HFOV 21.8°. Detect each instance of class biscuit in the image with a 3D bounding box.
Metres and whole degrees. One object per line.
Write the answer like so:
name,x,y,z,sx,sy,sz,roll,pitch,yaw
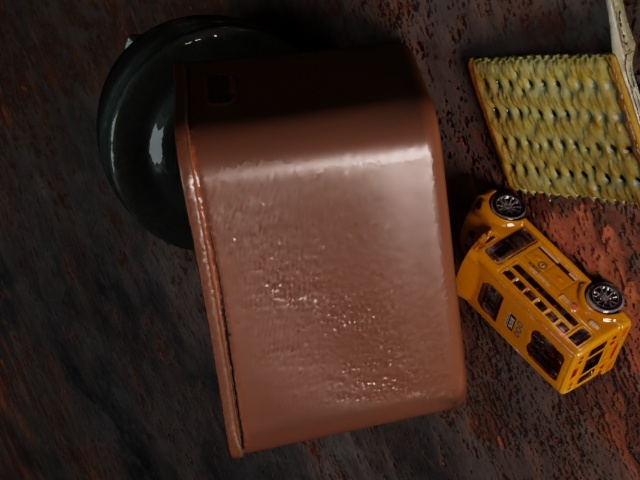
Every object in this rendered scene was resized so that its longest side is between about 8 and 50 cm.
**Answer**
biscuit,0.206,-0.096,1.429,0.231,0.016,0.139,9,122,65

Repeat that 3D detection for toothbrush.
toothbrush,0.239,-0.180,1.328,0.028,0.026,0.294,-6,111,39

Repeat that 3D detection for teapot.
teapot,-0.095,-0.118,1.783,0.239,0.321,0.239,-62,26,10

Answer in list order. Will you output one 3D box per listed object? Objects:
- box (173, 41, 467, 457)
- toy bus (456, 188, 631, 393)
box,0.000,0.000,1.567,0.239,0.229,0.339,-103,4,-64
toy bus,0.190,0.045,1.527,0.194,0.088,0.083,46,148,26
